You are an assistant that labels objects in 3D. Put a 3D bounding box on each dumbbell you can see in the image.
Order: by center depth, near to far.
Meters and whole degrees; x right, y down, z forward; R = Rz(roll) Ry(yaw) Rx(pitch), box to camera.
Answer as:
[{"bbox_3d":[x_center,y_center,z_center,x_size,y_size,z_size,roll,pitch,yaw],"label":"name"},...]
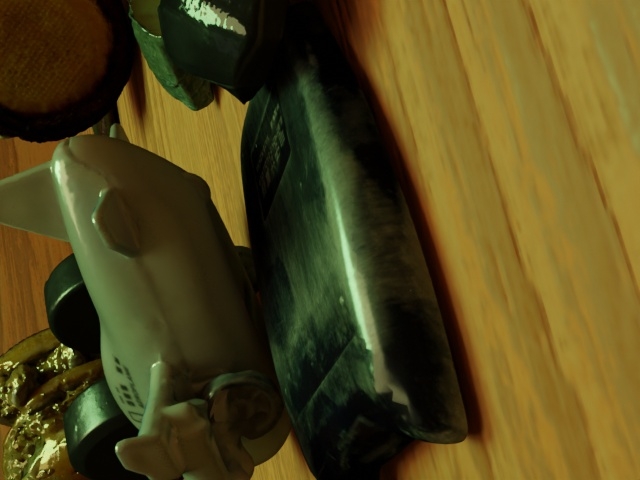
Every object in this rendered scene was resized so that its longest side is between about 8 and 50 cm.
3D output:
[{"bbox_3d":[-0.196,0.120,0.856,0.152,0.153,0.218,105,150,-48],"label":"dumbbell"}]

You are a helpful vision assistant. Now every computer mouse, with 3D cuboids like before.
[{"bbox_3d":[-0.057,-0.143,0.458,0.192,0.062,0.105,-110,32,-58],"label":"computer mouse"}]

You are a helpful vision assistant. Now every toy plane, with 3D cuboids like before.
[{"bbox_3d":[-0.096,0.049,0.535,0.267,0.123,0.266,-22,-90,-85],"label":"toy plane"}]

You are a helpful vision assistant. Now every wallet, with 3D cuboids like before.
[{"bbox_3d":[-0.325,-0.098,1.303,0.137,0.031,0.255,145,115,-68],"label":"wallet"}]

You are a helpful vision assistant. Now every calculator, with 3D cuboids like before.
[{"bbox_3d":[0.000,0.000,0.447,0.177,0.040,0.268,116,146,-54],"label":"calculator"}]

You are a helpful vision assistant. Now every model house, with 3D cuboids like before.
[{"bbox_3d":[-0.112,-0.159,0.668,0.078,0.066,0.083,51,164,36],"label":"model house"}]

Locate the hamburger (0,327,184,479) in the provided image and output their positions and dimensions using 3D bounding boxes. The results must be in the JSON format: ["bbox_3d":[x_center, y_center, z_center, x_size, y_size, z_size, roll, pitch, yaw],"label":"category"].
[{"bbox_3d":[-0.276,0.240,1.013,0.211,0.245,0.260,51,122,39],"label":"hamburger"}]

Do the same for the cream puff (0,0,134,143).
[{"bbox_3d":[-0.349,-0.237,1.015,0.165,0.239,0.239,-166,69,-66],"label":"cream puff"}]
